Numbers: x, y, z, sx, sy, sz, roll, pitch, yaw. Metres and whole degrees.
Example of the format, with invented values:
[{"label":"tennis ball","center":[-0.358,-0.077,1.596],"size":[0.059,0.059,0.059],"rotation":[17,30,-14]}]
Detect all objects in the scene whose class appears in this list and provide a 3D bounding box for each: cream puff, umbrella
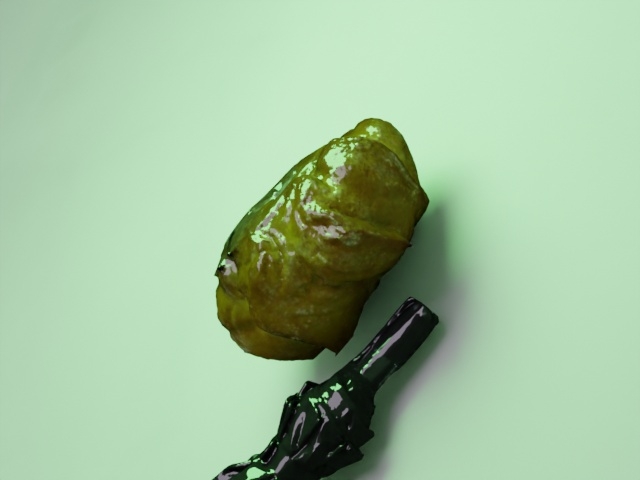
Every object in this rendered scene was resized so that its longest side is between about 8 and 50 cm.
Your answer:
[{"label":"cream puff","center":[0.000,0.000,1.282],"size":[0.269,0.155,0.241],"rotation":[-57,0,7]},{"label":"umbrella","center":[-0.009,0.192,1.222],"size":[0.340,0.118,0.118],"rotation":[-50,34,-3]}]
